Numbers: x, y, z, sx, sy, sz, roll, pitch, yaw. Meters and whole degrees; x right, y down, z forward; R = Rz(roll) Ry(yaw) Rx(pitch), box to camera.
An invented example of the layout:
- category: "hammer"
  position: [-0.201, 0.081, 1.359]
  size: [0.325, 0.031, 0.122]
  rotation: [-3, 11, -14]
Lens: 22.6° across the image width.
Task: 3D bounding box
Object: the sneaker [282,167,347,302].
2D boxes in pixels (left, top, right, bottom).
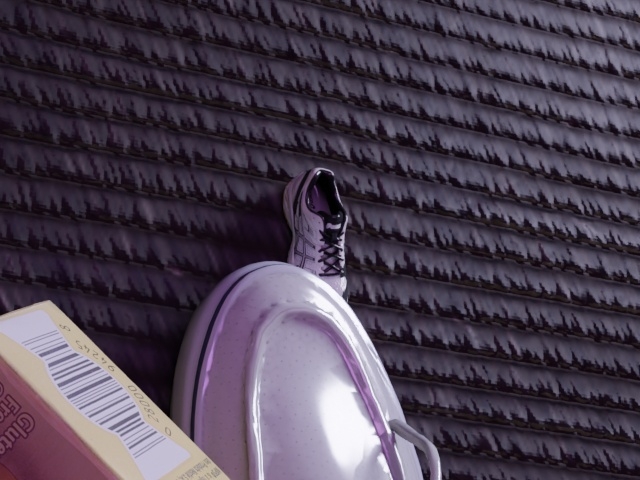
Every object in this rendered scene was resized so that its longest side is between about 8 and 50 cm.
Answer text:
- category: "sneaker"
  position: [0.000, 0.000, 0.878]
  size: [0.032, 0.037, 0.083]
  rotation: [-7, 76, -29]

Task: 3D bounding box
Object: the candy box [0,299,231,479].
- category: "candy box"
  position: [-0.075, 0.200, 0.659]
  size: [0.316, 0.183, 0.087]
  rotation: [44, 15, 7]

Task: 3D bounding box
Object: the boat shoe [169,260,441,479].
- category: "boat shoe"
  position: [0.020, 0.173, 0.755]
  size: [0.135, 0.156, 0.367]
  rotation: [0, 72, -25]
